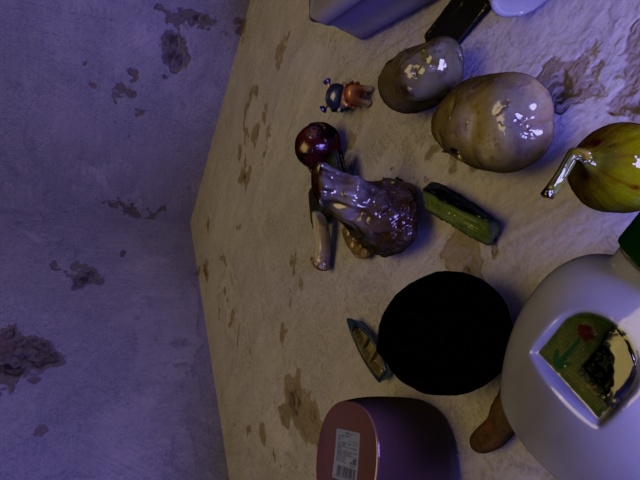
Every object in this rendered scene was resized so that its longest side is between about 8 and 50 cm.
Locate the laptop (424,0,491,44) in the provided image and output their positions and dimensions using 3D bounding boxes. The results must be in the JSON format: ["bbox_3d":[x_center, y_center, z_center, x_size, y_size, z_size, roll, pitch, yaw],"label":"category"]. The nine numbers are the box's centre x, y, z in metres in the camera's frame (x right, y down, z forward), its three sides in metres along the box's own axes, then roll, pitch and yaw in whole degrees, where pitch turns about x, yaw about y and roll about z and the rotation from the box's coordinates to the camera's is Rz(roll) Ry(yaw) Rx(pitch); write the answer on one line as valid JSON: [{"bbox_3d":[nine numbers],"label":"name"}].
[{"bbox_3d":[0.327,-0.536,1.095,0.197,0.016,0.135,-46,46,50],"label":"laptop"}]

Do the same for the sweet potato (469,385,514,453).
[{"bbox_3d":[0.359,0.337,0.866,0.075,0.075,0.274,-123,41,-48],"label":"sweet potato"}]

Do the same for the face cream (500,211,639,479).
[{"bbox_3d":[0.422,0.159,0.607,0.357,0.219,0.313,-66,32,27],"label":"face cream"}]

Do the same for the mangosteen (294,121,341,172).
[{"bbox_3d":[-0.010,-0.322,1.562,0.180,0.165,0.166,91,171,-67],"label":"mangosteen"}]

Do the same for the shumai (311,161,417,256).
[{"bbox_3d":[0.090,-0.081,1.196,0.346,0.282,0.217,43,123,55],"label":"shumai"}]

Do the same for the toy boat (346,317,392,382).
[{"bbox_3d":[0.140,0.306,1.299,0.229,0.045,0.080,57,135,49],"label":"toy boat"}]

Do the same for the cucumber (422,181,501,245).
[{"bbox_3d":[0.321,-0.068,1.005,0.211,0.062,0.078,40,155,50],"label":"cucumber"}]

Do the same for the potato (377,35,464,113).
[{"bbox_3d":[0.242,-0.394,1.083,0.262,0.164,0.165,-169,84,-74],"label":"potato"}]

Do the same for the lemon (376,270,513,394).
[{"bbox_3d":[0.245,0.190,0.911,0.320,0.244,0.246,132,135,-61],"label":"lemon"}]

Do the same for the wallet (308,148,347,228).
[{"bbox_3d":[0.021,-0.164,1.535,0.317,0.044,0.169,130,134,-63],"label":"wallet"}]

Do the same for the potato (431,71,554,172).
[{"bbox_3d":[0.338,-0.238,0.906,0.296,0.141,0.192,27,126,59],"label":"potato"}]

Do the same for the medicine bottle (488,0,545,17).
[{"bbox_3d":[0.370,-0.585,0.887,0.144,0.144,0.253,-36,53,55],"label":"medicine bottle"}]

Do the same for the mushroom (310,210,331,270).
[{"bbox_3d":[0.000,0.000,1.544,0.084,0.071,0.210,-148,53,-67],"label":"mushroom"}]

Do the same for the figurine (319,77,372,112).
[{"bbox_3d":[0.078,-0.477,1.462,0.195,0.102,0.112,16,97,62],"label":"figurine"}]

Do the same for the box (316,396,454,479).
[{"bbox_3d":[0.136,0.511,1.041,0.301,0.216,0.301,-32,50,48],"label":"box"}]

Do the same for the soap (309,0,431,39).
[{"bbox_3d":[0.151,-0.807,1.261,0.435,0.212,0.351,17,100,61],"label":"soap"}]

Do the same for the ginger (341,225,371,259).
[{"bbox_3d":[0.112,0.009,1.395,0.173,0.051,0.070,53,137,45],"label":"ginger"}]

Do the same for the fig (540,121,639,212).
[{"bbox_3d":[0.429,-0.116,0.672,0.148,0.186,0.142,-48,29,38],"label":"fig"}]
